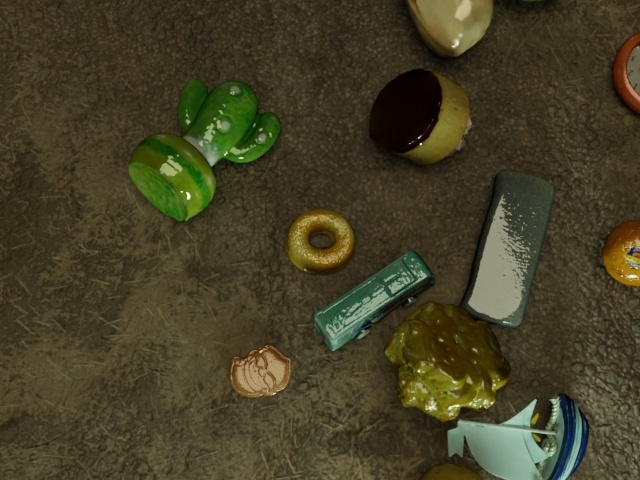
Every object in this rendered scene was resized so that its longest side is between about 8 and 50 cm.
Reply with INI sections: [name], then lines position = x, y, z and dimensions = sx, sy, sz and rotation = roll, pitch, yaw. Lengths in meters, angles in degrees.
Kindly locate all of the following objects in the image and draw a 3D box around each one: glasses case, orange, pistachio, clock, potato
[glasses case]
position = 0.387, 0.017, 1.879
dimensions = 0.131, 0.074, 0.323
rotation = 17, 78, 4
[orange]
position = 0.642, 0.025, 1.852
dimensions = 0.135, 0.117, 0.136
rotation = 4, 99, 23
[pistachio]
position = 0.262, -0.528, 1.944
dimensions = 0.187, 0.187, 0.299
rotation = -16, 70, -2
[clock]
position = 0.731, -0.358, 1.967
dimensions = 0.205, 0.051, 0.205
rotation = 0, 78, 0
[potato]
position = 0.253, 0.504, 1.739
dimensions = 0.203, 0.178, 0.158
rotation = -9, 60, 24

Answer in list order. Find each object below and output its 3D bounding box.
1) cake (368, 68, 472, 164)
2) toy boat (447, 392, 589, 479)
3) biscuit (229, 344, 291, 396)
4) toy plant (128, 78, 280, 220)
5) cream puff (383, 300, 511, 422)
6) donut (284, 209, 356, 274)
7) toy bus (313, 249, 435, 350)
[cake]
position = 0.227, -0.243, 1.907
dimensions = 0.207, 0.178, 0.185
rotation = -30, 53, 28
[toy boat]
position = 0.375, 0.390, 1.744
dimensions = 0.290, 0.067, 0.221
rotation = 9, 98, -22
[biscuit]
position = -0.122, 0.268, 1.861
dimensions = 0.130, 0.019, 0.102
rotation = -13, 79, -2
[toy plant]
position = -0.243, -0.210, 1.914
dimensions = 0.224, 0.184, 0.316
rotation = 39, 65, 4
[cream puff]
position = 0.243, 0.235, 1.770
dimensions = 0.196, 0.244, 0.244
rotation = -38, 78, 25
[donut]
position = 0.000, 0.000, 1.901
dimensions = 0.151, 0.058, 0.152
rotation = 0, 77, -1
[toy bus]
position = 0.111, 0.120, 1.848
dimensions = 0.261, 0.109, 0.091
rotation = -34, 73, -7
